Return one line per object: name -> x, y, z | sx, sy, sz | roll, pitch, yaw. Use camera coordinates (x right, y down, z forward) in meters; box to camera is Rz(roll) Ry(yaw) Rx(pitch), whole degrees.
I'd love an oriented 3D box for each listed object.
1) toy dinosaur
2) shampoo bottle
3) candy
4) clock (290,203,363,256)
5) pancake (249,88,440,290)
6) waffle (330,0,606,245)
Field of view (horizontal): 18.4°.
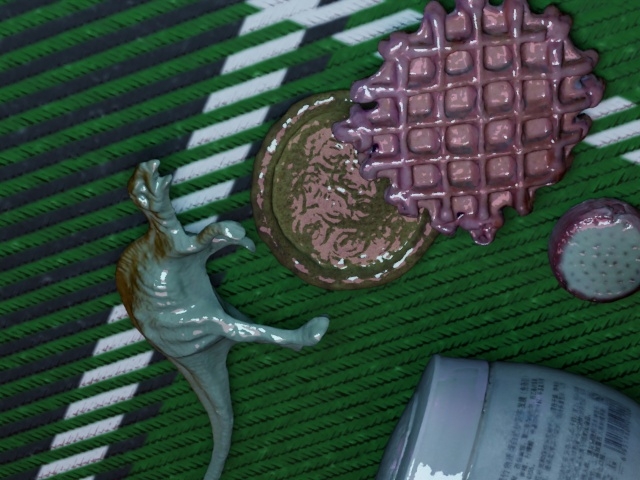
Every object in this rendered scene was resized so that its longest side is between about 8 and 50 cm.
toy dinosaur -> -0.098, 0.089, 1.873 | 0.205, 0.092, 0.393 | 10, 131, 1
shampoo bottle -> 0.183, 0.249, 1.854 | 0.266, 0.273, 0.273 | 18, 119, 2
candy -> 0.264, 0.010, 1.845 | 0.103, 0.043, 0.103 | 1, 120, 1
clock -> 0.000, 0.000, 1.861 | 0.085, 0.017, 0.085 | 1, 120, 1
pancake -> 0.029, -0.045, 1.817 | 0.199, 0.021, 0.199 | -2, 111, -5
waffle -> 0.139, -0.116, 1.759 | 0.221, 0.055, 0.234 | 38, 103, -21
